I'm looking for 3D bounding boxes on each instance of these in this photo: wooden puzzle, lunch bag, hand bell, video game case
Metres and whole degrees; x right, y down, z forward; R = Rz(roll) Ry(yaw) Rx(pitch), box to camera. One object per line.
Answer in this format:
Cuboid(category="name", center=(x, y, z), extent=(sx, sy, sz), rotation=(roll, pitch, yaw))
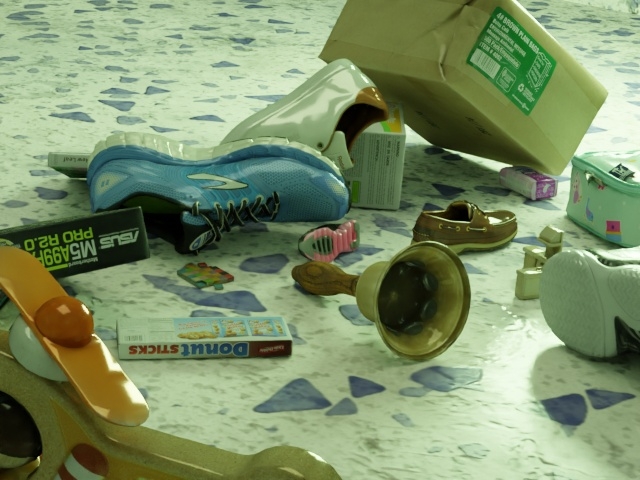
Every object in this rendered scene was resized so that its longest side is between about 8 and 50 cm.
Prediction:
Cuboid(category="wooden puzzle", center=(-0.136, 0.041, 1.569), extent=(0.049, 0.006, 0.083), rotation=(-12, 25, -38))
Cuboid(category="lunch bag", center=(0.486, -0.066, 1.839), extent=(0.279, 0.108, 0.224), rotation=(-2, 20, -15))
Cuboid(category="hand bell", center=(0.042, 0.053, 1.475), extent=(0.126, 0.126, 0.242), rotation=(-9, 10, -33))
Cuboid(category="video game case", center=(-0.258, -0.097, 1.806), extent=(0.193, 0.023, 0.212), rotation=(2, -2, -3))

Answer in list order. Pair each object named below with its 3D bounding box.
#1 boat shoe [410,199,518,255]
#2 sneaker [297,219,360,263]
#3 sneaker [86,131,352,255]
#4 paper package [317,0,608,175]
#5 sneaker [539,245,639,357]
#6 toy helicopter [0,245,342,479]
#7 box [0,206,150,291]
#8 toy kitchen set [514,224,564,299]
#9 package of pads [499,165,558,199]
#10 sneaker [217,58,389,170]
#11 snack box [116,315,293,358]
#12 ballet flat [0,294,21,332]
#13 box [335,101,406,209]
Cuboid(category="boat shoe", center=(0.192, -0.021, 1.726), extent=(0.178, 0.060, 0.064), rotation=(-11, 25, -37))
Cuboid(category="sneaker", center=(0.000, 0.000, 1.666), extent=(0.057, 0.047, 0.119), rotation=(8, 11, 32))
Cuboid(category="sneaker", center=(-0.126, -0.041, 1.647), extent=(0.330, 0.130, 0.147), rotation=(1, 51, -2))
Cuboid(category="paper package", center=(0.215, -0.255, 2.007), extent=(0.309, 0.168, 0.325), rotation=(20, -10, 48))
Cuboid(category="sneaker", center=(0.418, 0.077, 1.374), extent=(0.210, 0.137, 0.366), rotation=(-13, 22, -33))
Cuboid(category="toy helicopter", center=(-0.148, 0.141, 0.942), extent=(0.355, 0.235, 0.140), rotation=(10, 20, 17))
Cuboid(category="box", center=(-0.349, 0.021, 1.401), extent=(0.270, 0.060, 0.216), rotation=(-13, 4, -42))
Cuboid(category="toy kitchen set", center=(0.254, 0.022, 1.606), extent=(0.075, 0.068, 0.083), rotation=(-6, 21, -26))
Cuboid(category="package of pads", center=(0.308, -0.087, 1.978), extent=(0.050, 0.032, 0.083), rotation=(-9, 23, -28))
Cuboid(category="sneaker", center=(-0.035, -0.117, 1.758), extent=(0.290, 0.106, 0.123), rotation=(-41, 59, -6))
Cuboid(category="snack box", center=(-0.121, 0.100, 1.382), extent=(0.178, 0.022, 0.064), rotation=(0, 19, -11))
Cuboid(category="ballet flat", center=(-0.318, 0.100, 1.322), extent=(0.052, 0.057, 0.168), rotation=(34, 24, -4))
Cuboid(category="box", center=(0.066, -0.130, 1.932), extent=(0.103, 0.114, 0.203), rotation=(4, 18, 0))
